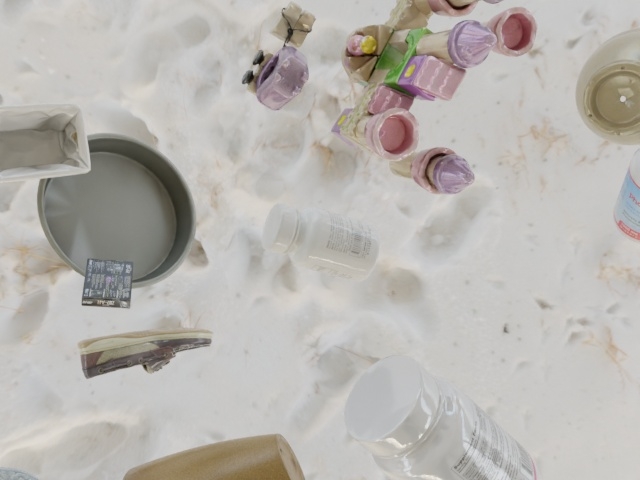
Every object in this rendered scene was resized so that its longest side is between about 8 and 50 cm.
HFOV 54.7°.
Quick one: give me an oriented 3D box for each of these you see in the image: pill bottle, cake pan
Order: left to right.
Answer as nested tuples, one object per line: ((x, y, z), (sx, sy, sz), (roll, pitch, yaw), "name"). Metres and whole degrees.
((-0.369, -0.051, 1.128), (0.293, 0.054, 0.292), (15, 66, -36), "cake pan")
((0.000, 0.000, 1.312), (0.230, 0.131, 0.131), (16, 85, -23), "pill bottle")
((0.174, 0.297, 0.888), (0.283, 0.160, 0.160), (44, 81, -24), "pill bottle")
((0.426, -0.070, 0.771), (0.087, 0.160, 0.087), (-6, 56, 9), "pill bottle")

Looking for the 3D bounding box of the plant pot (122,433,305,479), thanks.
((-0.156, 0.435, 1.030), (0.255, 0.237, 0.237), (-27, 92, 0), "plant pot")

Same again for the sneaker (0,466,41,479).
((-0.129, 0.207, 0.197), (0.091, 0.094, 0.258), (-31, 49, 13), "sneaker")

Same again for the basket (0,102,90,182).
((-0.460, -0.150, 0.976), (0.167, 0.103, 0.113), (-10, 95, -25), "basket")

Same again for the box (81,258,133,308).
((-0.310, 0.062, 0.903), (0.067, 0.083, 0.018), (5, 128, -18), "box")

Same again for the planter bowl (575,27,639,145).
((0.422, -0.201, 0.842), (0.109, 0.162, 0.162), (-29, 93, -47), "planter bowl")

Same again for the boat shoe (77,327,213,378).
((-0.370, 0.240, 1.330), (0.286, 0.103, 0.092), (-2, 86, -33), "boat shoe")

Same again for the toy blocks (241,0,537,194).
((0.120, -0.233, 0.779), (0.309, 0.260, 0.288), (27, 92, -24), "toy blocks")
